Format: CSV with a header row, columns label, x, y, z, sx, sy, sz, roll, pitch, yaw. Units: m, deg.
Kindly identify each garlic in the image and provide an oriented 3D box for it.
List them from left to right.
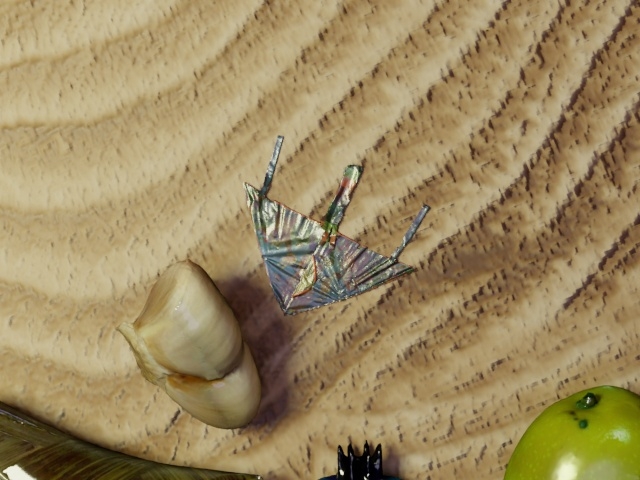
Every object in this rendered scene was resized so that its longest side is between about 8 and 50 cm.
label,x,y,z,sx,sy,sz,roll,pitch,yaw
garlic,-0.108,0.097,1.133,0.099,0.124,0.174,-39,122,-21

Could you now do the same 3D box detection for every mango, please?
label,x,y,z,sx,sy,sz,roll,pitch,yaw
mango,0.241,0.271,1.097,0.175,0.143,0.293,1,102,-1

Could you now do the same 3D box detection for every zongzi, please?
label,x,y,z,sx,sy,sz,roll,pitch,yaw
zongzi,-0.217,0.196,1.151,0.241,0.111,0.247,-36,86,-2

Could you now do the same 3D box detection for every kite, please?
label,x,y,z,sx,sy,sz,roll,pitch,yaw
kite,0.000,0.000,1.168,0.183,0.010,0.160,26,94,4

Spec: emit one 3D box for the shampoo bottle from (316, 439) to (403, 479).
label,x,y,z,sx,sy,sz,roll,pitch,yaw
shampoo bottle,0.037,0.280,1.155,0.087,0.050,0.183,0,92,7
